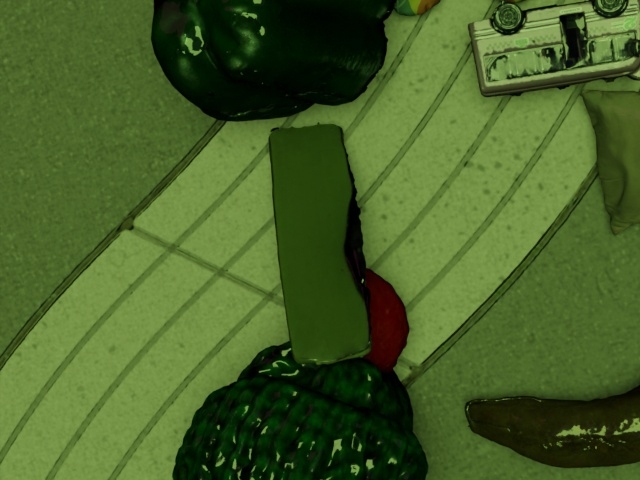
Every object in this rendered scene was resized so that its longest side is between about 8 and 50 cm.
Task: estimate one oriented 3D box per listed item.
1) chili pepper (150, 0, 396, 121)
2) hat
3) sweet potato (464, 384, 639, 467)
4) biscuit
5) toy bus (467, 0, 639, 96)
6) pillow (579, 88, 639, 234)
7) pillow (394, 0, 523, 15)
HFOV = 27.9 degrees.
[{"bbox_3d":[-0.057,-0.263,1.408,0.233,0.256,0.249,-6,89,34],"label":"chili pepper"},{"bbox_3d":[-0.001,0.191,1.456,0.274,0.242,0.332,22,69,-11],"label":"hat"},{"bbox_3d":[0.308,0.205,1.468,0.285,0.085,0.112,-8,56,18],"label":"sweet potato"},{"bbox_3d":[0.000,0.000,1.439,0.099,0.038,0.323,-9,56,1],"label":"biscuit"},{"bbox_3d":[0.270,-0.222,1.452,0.198,0.096,0.108,-8,94,10],"label":"toy bus"},{"bbox_3d":[0.413,-0.082,1.403,0.270,0.067,0.173,3,106,38],"label":"pillow"},{"bbox_3d":[0.168,-0.372,1.476,0.233,0.086,0.214,-5,101,5],"label":"pillow"}]
